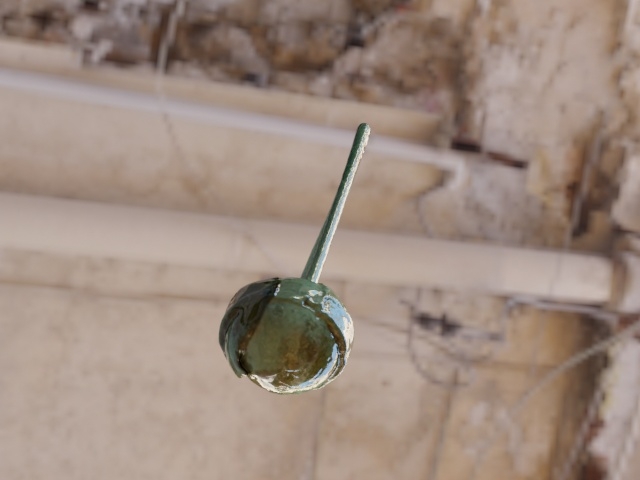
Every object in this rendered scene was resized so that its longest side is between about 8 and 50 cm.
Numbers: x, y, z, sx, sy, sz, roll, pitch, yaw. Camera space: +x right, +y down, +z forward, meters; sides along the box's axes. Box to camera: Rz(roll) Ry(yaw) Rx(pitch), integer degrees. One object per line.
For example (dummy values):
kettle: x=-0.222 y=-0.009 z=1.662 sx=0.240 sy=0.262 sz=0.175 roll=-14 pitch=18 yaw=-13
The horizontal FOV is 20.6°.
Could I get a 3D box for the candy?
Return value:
candy: x=0.000 y=0.000 z=0.866 sx=0.202 sy=0.061 sz=0.061 roll=-71 pitch=-173 yaw=-50
